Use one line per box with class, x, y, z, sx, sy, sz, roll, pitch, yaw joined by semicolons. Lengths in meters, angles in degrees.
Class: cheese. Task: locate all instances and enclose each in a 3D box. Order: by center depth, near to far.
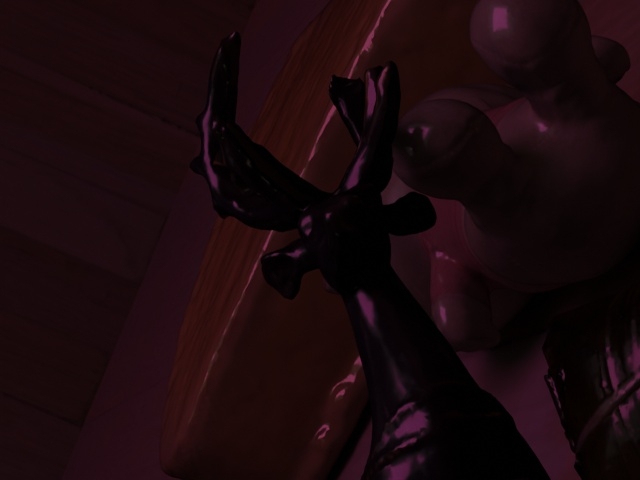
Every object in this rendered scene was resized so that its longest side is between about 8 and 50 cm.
cheese;-0.001;0.000;1.136;0.384;0.104;0.384;-156;90;-79

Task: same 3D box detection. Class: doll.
doll;0.073;-0.012;0.808;0.154;0.113;0.275;-60;1;-18

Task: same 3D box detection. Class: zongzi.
zongzi;0.138;0.059;0.525;0.154;0.062;0.130;-31;56;45

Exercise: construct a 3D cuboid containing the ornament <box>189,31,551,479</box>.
ornament;0.018;0.042;0.648;0.202;0.080;0.236;89;161;-60
